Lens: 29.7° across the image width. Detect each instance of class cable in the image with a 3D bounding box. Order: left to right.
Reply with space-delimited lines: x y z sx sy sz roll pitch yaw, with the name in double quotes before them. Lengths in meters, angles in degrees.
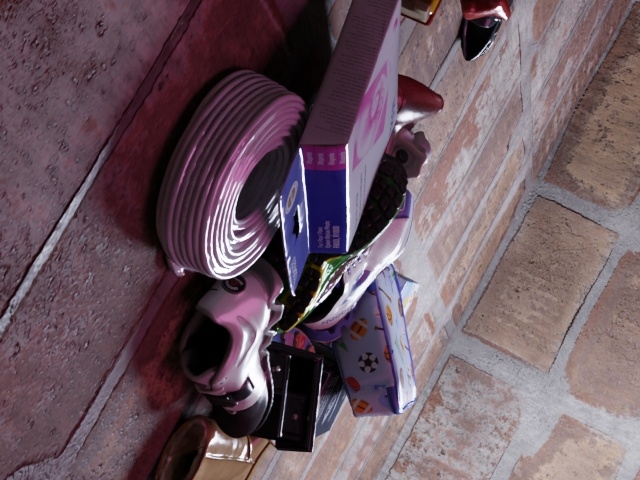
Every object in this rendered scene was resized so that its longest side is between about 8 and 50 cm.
"cable" -0.104 -0.077 1.470 0.257 0.089 0.257 -59 163 -15

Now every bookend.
"bookend" -0.078 0.240 1.873 0.157 0.072 0.156 23 69 -48

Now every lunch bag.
"lunch bag" 0.100 0.169 2.216 0.243 0.114 0.304 1 80 -74

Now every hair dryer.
"hair dryer" 0.095 -0.171 1.954 0.293 0.080 0.224 -39 150 -26

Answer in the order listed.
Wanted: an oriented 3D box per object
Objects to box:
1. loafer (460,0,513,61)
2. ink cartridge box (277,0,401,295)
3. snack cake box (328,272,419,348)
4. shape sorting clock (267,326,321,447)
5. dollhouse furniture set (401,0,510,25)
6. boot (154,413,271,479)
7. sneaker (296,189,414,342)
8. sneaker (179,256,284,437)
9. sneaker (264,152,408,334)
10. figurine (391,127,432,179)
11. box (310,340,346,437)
"loafer" 0.307 -0.423 2.219 0.223 0.076 0.078 102 14 -50
"ink cartridge box" 0.033 -0.120 1.622 0.324 0.071 0.330 86 21 -66
"snack cake box" 0.099 0.185 2.502 0.264 0.089 0.152 -64 163 3
"shape sorting clock" -0.050 0.245 2.001 0.206 0.040 0.206 24 62 -58
"dollhouse furniture set" 0.272 -0.476 1.811 0.374 0.201 0.152 -64 164 1
"boot" -0.146 0.305 1.943 0.236 0.089 0.269 -69 160 -5
"sneaker" 0.045 0.024 2.020 0.316 0.127 0.182 -61 166 -3
"sneaker" -0.147 0.177 1.718 0.146 0.122 0.331 -35 144 -39
"sneaker" 0.000 0.000 1.854 0.343 0.134 0.146 -47 173 1
"figurine" 0.140 -0.105 2.211 0.209 0.092 0.215 -30 143 -75
"box" -0.027 0.277 2.221 0.153 0.108 0.207 -65 164 6
